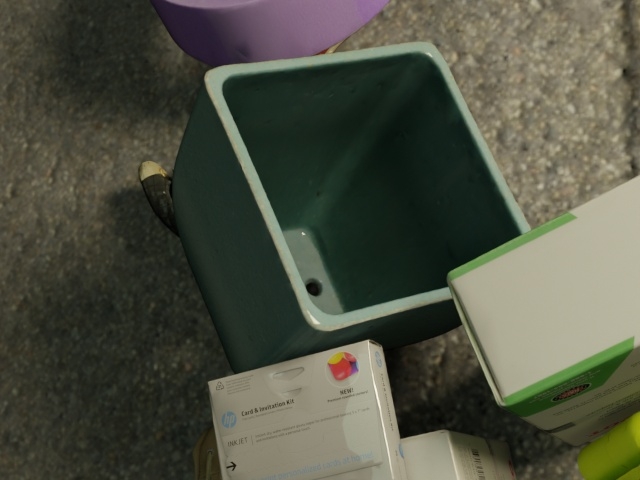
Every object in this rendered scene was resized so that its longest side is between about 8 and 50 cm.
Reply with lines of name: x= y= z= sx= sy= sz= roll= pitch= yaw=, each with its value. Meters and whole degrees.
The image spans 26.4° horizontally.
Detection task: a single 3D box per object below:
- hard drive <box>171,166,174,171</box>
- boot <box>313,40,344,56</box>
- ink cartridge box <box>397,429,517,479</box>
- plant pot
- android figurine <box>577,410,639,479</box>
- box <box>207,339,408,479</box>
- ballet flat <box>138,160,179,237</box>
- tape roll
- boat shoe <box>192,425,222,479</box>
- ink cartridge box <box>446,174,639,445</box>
hard drive: x=-0.072 y=-0.081 z=1.400 sx=0.135 sy=0.022 sz=0.094 roll=-40 pitch=68 yaw=-9
boot: x=-0.006 y=-0.228 z=1.395 sx=0.059 sy=0.084 sz=0.158 roll=28 pitch=87 yaw=24
ink cartridge box: x=0.081 y=0.269 z=1.175 sx=0.168 sy=0.232 sz=0.171 roll=-17 pitch=73 yaw=17
plant pot: x=0.000 y=0.000 z=1.241 sx=0.252 sy=0.248 sz=0.247 roll=-49 pitch=59 yaw=52
android figurine: x=0.299 y=0.260 z=1.110 sx=0.248 sy=0.056 sz=0.273 roll=63 pitch=145 yaw=20
box: x=-0.006 y=0.187 z=1.078 sx=0.145 sy=0.038 sz=0.186 roll=-16 pitch=73 yaw=17
ballet flat: x=-0.127 y=-0.019 z=1.405 sx=0.049 sy=0.057 sz=0.173 roll=-45 pitch=75 yaw=21
tape roll: x=-0.048 y=-0.301 z=1.366 sx=0.275 sy=0.090 sz=0.275 roll=-11 pitch=50 yaw=14
boat shoe: x=-0.078 y=0.319 z=1.293 sx=0.103 sy=0.113 sz=0.302 roll=-2 pitch=67 yaw=20
ink cartridge box: x=0.251 y=0.064 z=1.132 sx=0.211 sy=0.289 sz=0.121 roll=-28 pitch=68 yaw=12
